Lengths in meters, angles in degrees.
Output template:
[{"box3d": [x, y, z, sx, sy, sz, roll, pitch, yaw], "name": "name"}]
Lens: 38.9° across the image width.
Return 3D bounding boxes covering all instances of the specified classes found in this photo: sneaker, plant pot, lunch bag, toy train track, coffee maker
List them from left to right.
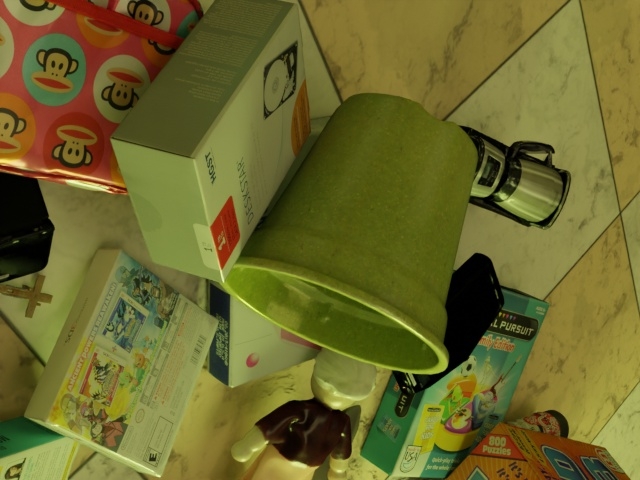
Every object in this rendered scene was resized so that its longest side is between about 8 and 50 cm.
[{"box3d": [-0.319, 0.055, 0.961, 0.083, 0.014, 0.048, 25, 81, -60], "name": "toy train track"}, {"box3d": [-0.254, -0.188, 0.857, 0.293, 0.120, 0.258, 11, 97, -47], "name": "lunch bag"}, {"box3d": [0.057, -0.018, 1.043, 0.276, 0.276, 0.253, 42, 65, -45], "name": "plant pot"}, {"box3d": [0.250, -0.090, 1.358, 0.178, 0.171, 0.120, 19, 71, -25], "name": "coffee maker"}, {"box3d": [0.381, 0.456, 1.753, 0.145, 0.090, 0.269, -3, 113, -34], "name": "sneaker"}]

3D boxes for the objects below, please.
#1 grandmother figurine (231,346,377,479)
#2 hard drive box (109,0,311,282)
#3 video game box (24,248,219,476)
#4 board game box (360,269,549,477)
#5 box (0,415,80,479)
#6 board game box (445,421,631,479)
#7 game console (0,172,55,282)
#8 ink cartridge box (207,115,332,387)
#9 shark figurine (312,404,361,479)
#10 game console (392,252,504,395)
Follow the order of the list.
[{"box3d": [-0.036, 0.283, 1.232, 0.208, 0.104, 0.342, 20, 104, -52], "name": "grandmother figurine"}, {"box3d": [-0.098, -0.106, 0.914, 0.181, 0.089, 0.232, 83, 28, -51], "name": "hard drive box"}, {"box3d": [-0.218, 0.141, 1.033, 0.187, 0.048, 0.205, 46, 54, -46], "name": "video game box"}, {"box3d": [0.230, 0.228, 1.513, 0.254, 0.079, 0.335, 17, 96, -46], "name": "board game box"}, {"box3d": [-0.348, 0.248, 0.924, 0.244, 0.060, 0.100, 2, 109, -70], "name": "box"}, {"box3d": [0.380, 0.577, 1.517, 0.356, 0.356, 0.356, 21, 114, -41], "name": "board game box"}, {"box3d": [-0.342, -0.010, 0.920, 0.122, 0.071, 0.107, -19, 150, -36], "name": "game console"}, {"box3d": [0.000, 0.000, 1.207, 0.330, 0.071, 0.323, -15, 117, -37], "name": "ink cartridge box"}, {"box3d": [0.012, 0.404, 1.364, 0.166, 0.116, 0.278, -15, 116, -37], "name": "shark figurine"}, {"box3d": [0.152, 0.050, 1.288, 0.213, 0.044, 0.361, -41, 130, -21], "name": "game console"}]
